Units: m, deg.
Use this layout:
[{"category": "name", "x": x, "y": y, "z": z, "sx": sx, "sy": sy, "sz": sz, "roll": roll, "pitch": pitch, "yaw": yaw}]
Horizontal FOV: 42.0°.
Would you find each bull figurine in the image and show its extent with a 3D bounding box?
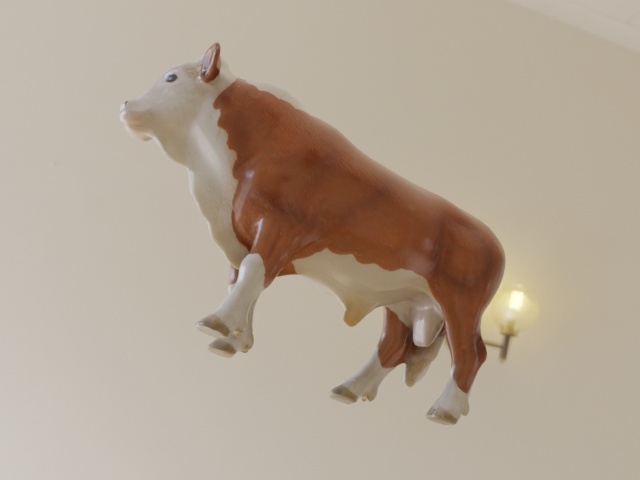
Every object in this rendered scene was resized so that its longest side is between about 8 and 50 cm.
[{"category": "bull figurine", "x": 0.000, "y": 0.000, "z": 0.574, "sx": 0.310, "sy": 0.188, "sz": 0.101, "roll": 24, "pitch": -20, "yaw": -21}]
